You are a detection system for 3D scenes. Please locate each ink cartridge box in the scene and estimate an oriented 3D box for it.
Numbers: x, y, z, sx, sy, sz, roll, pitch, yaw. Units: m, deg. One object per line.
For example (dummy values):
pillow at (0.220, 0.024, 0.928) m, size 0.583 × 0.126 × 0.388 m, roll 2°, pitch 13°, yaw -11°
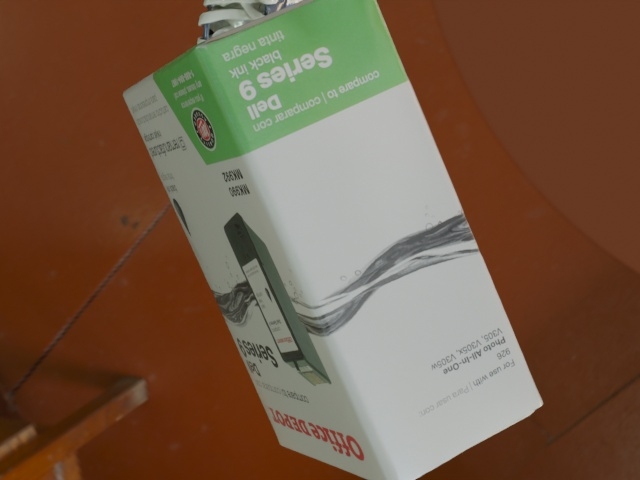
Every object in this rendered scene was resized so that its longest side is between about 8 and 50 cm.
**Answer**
ink cartridge box at (0.000, 0.000, 0.781) m, size 0.289 × 0.122 × 0.211 m, roll 66°, pitch 160°, yaw -7°

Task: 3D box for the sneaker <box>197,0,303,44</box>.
sneaker at (-0.078, -0.267, 1.141) m, size 0.130 × 0.236 × 0.322 m, roll 18°, pitch 84°, yaw 22°
